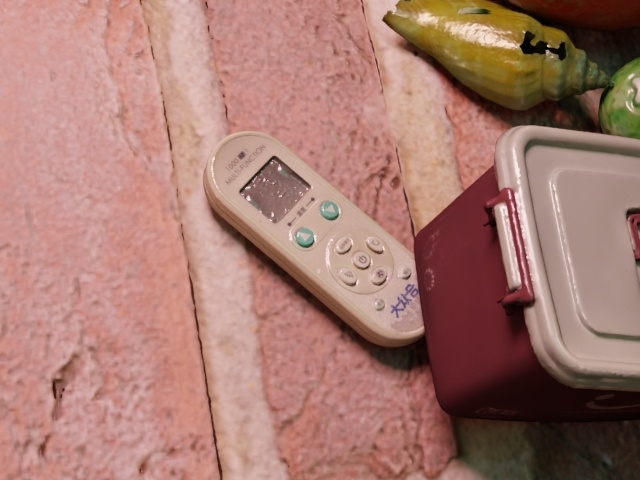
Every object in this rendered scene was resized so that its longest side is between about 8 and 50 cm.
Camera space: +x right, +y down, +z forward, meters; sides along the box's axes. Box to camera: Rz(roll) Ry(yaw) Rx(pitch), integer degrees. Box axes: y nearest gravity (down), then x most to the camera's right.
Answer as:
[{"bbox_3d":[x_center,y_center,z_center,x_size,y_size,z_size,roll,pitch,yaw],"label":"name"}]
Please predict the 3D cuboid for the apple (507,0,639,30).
[{"bbox_3d":[0.269,-0.346,1.018,0.319,0.277,0.319,7,67,-15],"label":"apple"}]

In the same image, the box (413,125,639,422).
[{"bbox_3d":[0.219,0.040,0.870,0.294,0.167,0.193,5,66,-27],"label":"box"}]

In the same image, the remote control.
[{"bbox_3d":[0.000,0.000,0.909,0.221,0.042,0.078,40,62,3],"label":"remote control"}]

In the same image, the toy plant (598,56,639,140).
[{"bbox_3d":[0.388,-0.114,1.027,0.235,0.175,0.218,31,49,29],"label":"toy plant"}]

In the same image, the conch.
[{"bbox_3d":[0.161,-0.170,1.025,0.201,0.079,0.095,34,42,9],"label":"conch"}]
